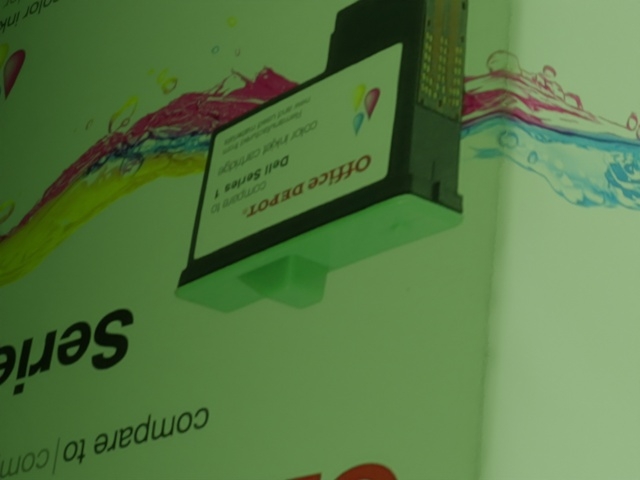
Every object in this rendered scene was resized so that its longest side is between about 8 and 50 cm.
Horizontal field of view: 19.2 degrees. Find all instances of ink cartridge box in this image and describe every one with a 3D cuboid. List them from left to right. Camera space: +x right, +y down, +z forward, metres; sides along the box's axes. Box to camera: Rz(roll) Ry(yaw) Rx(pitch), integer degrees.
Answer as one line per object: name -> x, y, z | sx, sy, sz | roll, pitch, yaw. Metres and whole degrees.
ink cartridge box -> 0.000, 0.000, 0.498 | 0.117, 0.201, 0.278 | 35, 50, -40
